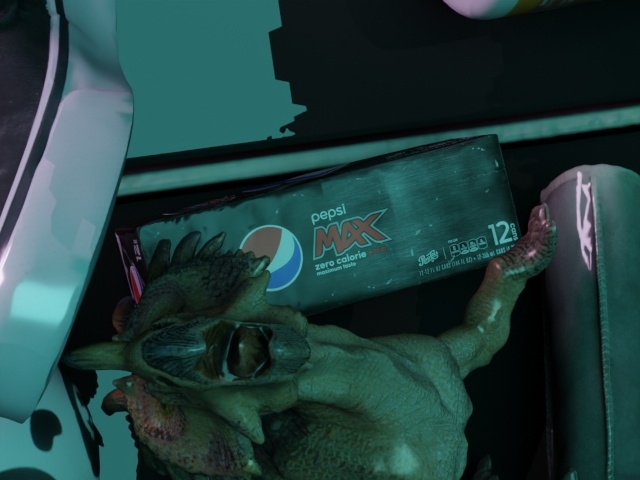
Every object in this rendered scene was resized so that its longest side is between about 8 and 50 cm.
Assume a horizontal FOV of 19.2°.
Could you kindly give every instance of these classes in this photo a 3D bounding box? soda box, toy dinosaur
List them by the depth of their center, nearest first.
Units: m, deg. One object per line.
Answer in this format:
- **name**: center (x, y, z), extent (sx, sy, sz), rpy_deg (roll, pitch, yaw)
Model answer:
- **toy dinosaur**: center (-0.007, 0.093, 0.769), extent (0.200, 0.127, 0.295), rpy_deg (-2, 136, -10)
- **soda box**: center (0.000, 0.000, 0.831), extent (0.169, 0.053, 0.060), rpy_deg (-15, 94, -16)

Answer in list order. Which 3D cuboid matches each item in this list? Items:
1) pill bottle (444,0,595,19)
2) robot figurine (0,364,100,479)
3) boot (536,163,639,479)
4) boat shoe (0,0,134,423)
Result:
- **pill bottle**: center (0.154, -0.173, 0.841), extent (0.216, 0.121, 0.121), rpy_deg (-12, 94, -16)
- **robot figurine**: center (-0.214, 0.059, 0.697), extent (0.278, 0.173, 0.209), rpy_deg (36, 77, -6)
- **boot**: center (0.126, 0.094, 0.847), extent (0.076, 0.189, 0.208), rpy_deg (-6, 65, -3)
- **boat shoe**: center (-0.130, -0.055, 0.679), extent (0.105, 0.306, 0.113), rpy_deg (17, 125, -17)
